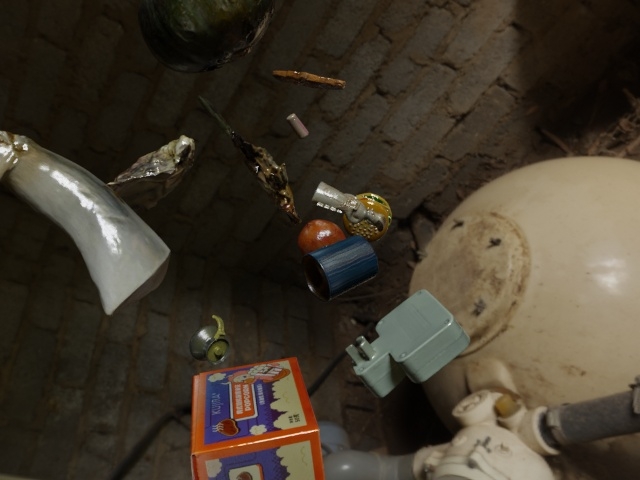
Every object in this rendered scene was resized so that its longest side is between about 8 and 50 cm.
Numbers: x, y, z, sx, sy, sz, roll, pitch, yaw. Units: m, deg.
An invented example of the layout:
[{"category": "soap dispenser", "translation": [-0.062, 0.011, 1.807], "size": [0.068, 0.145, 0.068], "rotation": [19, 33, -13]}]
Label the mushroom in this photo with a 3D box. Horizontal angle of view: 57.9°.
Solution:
[{"category": "mushroom", "translation": [-0.455, -0.052, 1.073], "size": [0.126, 0.397, 0.177], "rotation": [-46, -2, 31]}]

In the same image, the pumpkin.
[{"category": "pumpkin", "translation": [-0.345, -0.718, 1.803], "size": [0.454, 0.344, 0.454], "rotation": [-33, 22, 15]}]

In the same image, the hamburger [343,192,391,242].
[{"category": "hamburger", "translation": [0.150, -0.072, 1.852], "size": [0.162, 0.162, 0.115], "rotation": [-59, 2, 22]}]

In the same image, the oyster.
[{"category": "oyster", "translation": [-0.448, -0.162, 1.494], "size": [0.271, 0.100, 0.275], "rotation": [-34, 0, -19]}]

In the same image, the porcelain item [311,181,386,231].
[{"category": "porcelain item", "translation": [0.083, -0.089, 1.591], "size": [0.054, 0.213, 0.084], "rotation": [105, -169, -60]}]

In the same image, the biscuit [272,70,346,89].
[{"category": "biscuit", "translation": [-0.044, -0.513, 1.853], "size": [0.280, 0.183, 0.043], "rotation": [14, 97, 29]}]

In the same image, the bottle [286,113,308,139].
[{"category": "bottle", "translation": [-0.089, -0.437, 2.216], "size": [0.045, 0.096, 0.045], "rotation": [-31, 25, 16]}]

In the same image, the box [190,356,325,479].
[{"category": "box", "translation": [-0.135, 0.481, 1.257], "size": [0.349, 0.256, 0.319], "rotation": [-126, 28, -73]}]

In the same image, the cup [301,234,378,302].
[{"category": "cup", "translation": [0.037, 0.047, 1.308], "size": [0.150, 0.138, 0.113], "rotation": [52, 150, 29]}]

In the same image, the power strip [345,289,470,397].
[{"category": "power strip", "translation": [0.188, 0.236, 1.375], "size": [0.261, 0.141, 0.229], "rotation": [-39, 17, 2]}]

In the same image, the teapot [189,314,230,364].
[{"category": "teapot", "translation": [-0.376, 0.345, 1.992], "size": [0.119, 0.130, 0.166], "rotation": [21, 91, 43]}]

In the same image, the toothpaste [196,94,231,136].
[{"category": "toothpaste", "translation": [-0.383, -0.454, 2.115], "size": [0.038, 0.060, 0.233], "rotation": [-48, 58, 20]}]

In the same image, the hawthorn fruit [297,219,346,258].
[{"category": "hawthorn fruit", "translation": [0.000, 0.000, 2.095], "size": [0.179, 0.179, 0.200], "rotation": [-59, 34, 23]}]

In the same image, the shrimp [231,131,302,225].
[{"category": "shrimp", "translation": [-0.090, -0.123, 1.142], "size": [0.066, 0.262, 0.117], "rotation": [-42, 58, -3]}]
